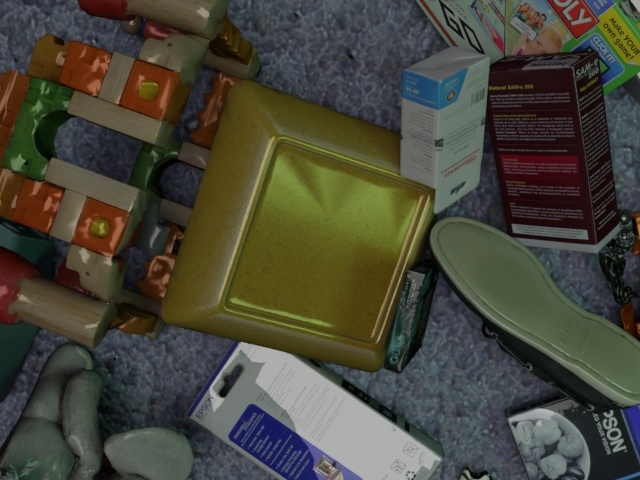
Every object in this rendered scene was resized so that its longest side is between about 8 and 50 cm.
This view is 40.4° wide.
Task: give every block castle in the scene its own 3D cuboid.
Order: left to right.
[{"bbox_3d":[-0.260,-0.103,1.078,0.212,0.303,0.453,20,90,8],"label":"block castle"}]

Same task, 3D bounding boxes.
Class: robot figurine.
[{"bbox_3d":[0.479,0.074,1.139,0.211,0.085,0.291,-9,90,7],"label":"robot figurine"}]

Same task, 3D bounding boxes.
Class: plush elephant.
[{"bbox_3d":[-0.312,0.333,1.182,0.255,0.330,0.272,30,90,-15],"label":"plush elephant"}]

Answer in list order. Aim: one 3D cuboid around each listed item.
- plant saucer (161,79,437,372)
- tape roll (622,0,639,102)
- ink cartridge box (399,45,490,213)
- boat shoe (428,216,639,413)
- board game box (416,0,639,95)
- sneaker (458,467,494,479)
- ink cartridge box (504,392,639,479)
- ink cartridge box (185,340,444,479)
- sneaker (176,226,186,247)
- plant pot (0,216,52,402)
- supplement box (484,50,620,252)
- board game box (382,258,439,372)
[{"bbox_3d":[0.000,0.000,1.129,0.332,0.081,0.333,16,97,-21],"label":"plant saucer"},{"bbox_3d":[0.510,-0.289,1.101,0.286,0.100,0.286,1,94,7],"label":"tape roll"},{"bbox_3d":[0.152,-0.136,1.081,0.060,0.104,0.180,26,132,35],"label":"ink cartridge box"},{"bbox_3d":[0.270,0.105,1.139,0.340,0.113,0.127,34,57,6],"label":"boat shoe"},{"bbox_3d":[0.250,-0.301,1.099,0.317,0.046,0.213,53,137,0],"label":"board game box"},{"bbox_3d":[0.236,0.344,1.222,0.083,0.032,0.037,14,97,5],"label":"sneaker"},{"bbox_3d":[0.385,0.298,1.192,0.208,0.045,0.206,-21,95,7],"label":"ink cartridge box"},{"bbox_3d":[-0.008,0.268,1.229,0.332,0.065,0.165,35,98,1],"label":"ink cartridge box"},{"bbox_3d":[-0.191,0.055,1.233,0.084,0.058,0.152,-31,98,0],"label":"sneaker"},{"bbox_3d":[-0.511,0.062,1.186,0.247,0.247,0.252,31,88,3],"label":"plant pot"},{"bbox_3d":[0.290,-0.110,1.094,0.130,0.073,0.240,8,121,43],"label":"supplement box"},{"bbox_3d":[0.123,0.092,1.135,0.026,0.186,0.126,14,96,13],"label":"board game box"}]
